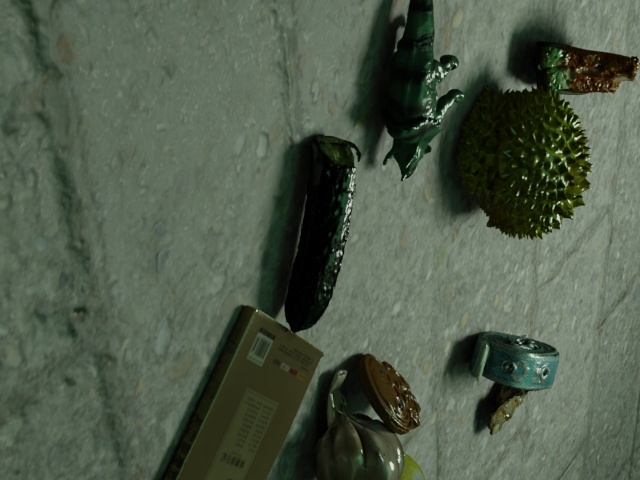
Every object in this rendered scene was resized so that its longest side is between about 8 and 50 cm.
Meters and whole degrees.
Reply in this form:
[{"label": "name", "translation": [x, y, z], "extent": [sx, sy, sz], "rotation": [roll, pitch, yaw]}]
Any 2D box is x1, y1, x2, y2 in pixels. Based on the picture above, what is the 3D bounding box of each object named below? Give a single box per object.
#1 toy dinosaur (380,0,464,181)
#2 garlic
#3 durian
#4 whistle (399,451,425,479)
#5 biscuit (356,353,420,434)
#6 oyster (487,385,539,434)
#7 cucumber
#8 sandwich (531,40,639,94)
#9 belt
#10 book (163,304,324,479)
[{"label": "toy dinosaur", "translation": [0.127, -0.215, 1.630], "extent": [0.120, 0.079, 0.292], "rotation": [-16, 118, -58]}, {"label": "garlic", "translation": [0.047, 0.269, 1.779], "extent": [0.131, 0.127, 0.194], "rotation": [-141, -138, -85]}, {"label": "durian", "translation": [0.307, -0.116, 1.914], "extent": [0.200, 0.176, 0.237], "rotation": [-71, 147, -42]}, {"label": "whistle", "translation": [0.091, 0.397, 1.931], "extent": [0.123, 0.123, 0.223], "rotation": [-31, 148, -49]}, {"label": "biscuit", "translation": [0.100, 0.215, 1.829], "extent": [0.026, 0.124, 0.175], "rotation": [-33, 164, 14]}, {"label": "oyster", "translation": [0.346, 0.285, 2.348], "extent": [0.177, 0.056, 0.105], "rotation": [-31, 145, -48]}, {"label": "cucumber", "translation": [0.002, 0.000, 1.553], "extent": [0.067, 0.067, 0.245], "rotation": [-15, 118, -56]}, {"label": "sandwich", "translation": [0.409, -0.259, 2.015], "extent": [0.235, 0.159, 0.079], "rotation": [-36, 136, -75]}, {"label": "belt", "translation": [0.325, 0.197, 2.169], "extent": [0.163, 0.148, 0.082], "rotation": [-70, 173, -82]}, {"label": "book", "translation": [-0.105, 0.249, 1.583], "extent": [0.310, 0.021, 0.217], "rotation": [-65, 152, -9]}]
